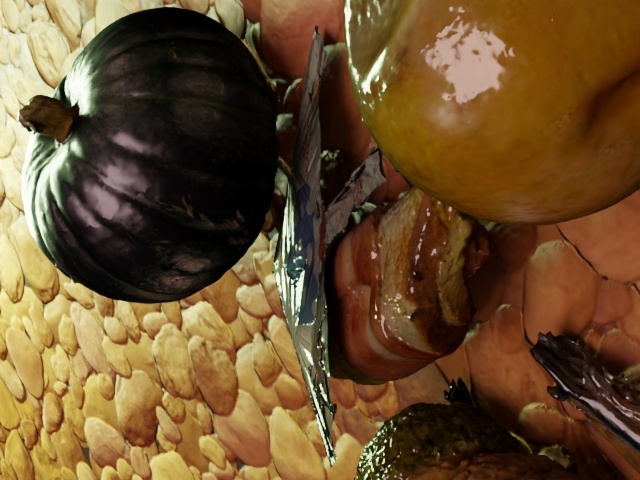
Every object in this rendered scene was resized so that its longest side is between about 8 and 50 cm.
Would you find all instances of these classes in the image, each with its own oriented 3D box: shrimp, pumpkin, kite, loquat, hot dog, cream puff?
[{"bbox_3d":[0.235,0.103,0.593,0.219,0.046,0.152,36,129,24],"label":"shrimp"},{"bbox_3d":[-0.150,-0.073,0.792,0.250,0.216,0.250,-23,56,40],"label":"pumpkin"},{"bbox_3d":[0.000,0.000,0.721,0.314,0.011,0.335,139,129,-70],"label":"kite"},{"bbox_3d":[0.104,-0.112,0.521,0.213,0.213,0.213,19,119,39],"label":"loquat"},{"bbox_3d":[0.063,0.036,0.698,0.261,0.093,0.123,141,122,-64],"label":"hot dog"},{"bbox_3d":[0.105,0.191,0.698,0.169,0.183,0.183,62,142,41],"label":"cream puff"}]
